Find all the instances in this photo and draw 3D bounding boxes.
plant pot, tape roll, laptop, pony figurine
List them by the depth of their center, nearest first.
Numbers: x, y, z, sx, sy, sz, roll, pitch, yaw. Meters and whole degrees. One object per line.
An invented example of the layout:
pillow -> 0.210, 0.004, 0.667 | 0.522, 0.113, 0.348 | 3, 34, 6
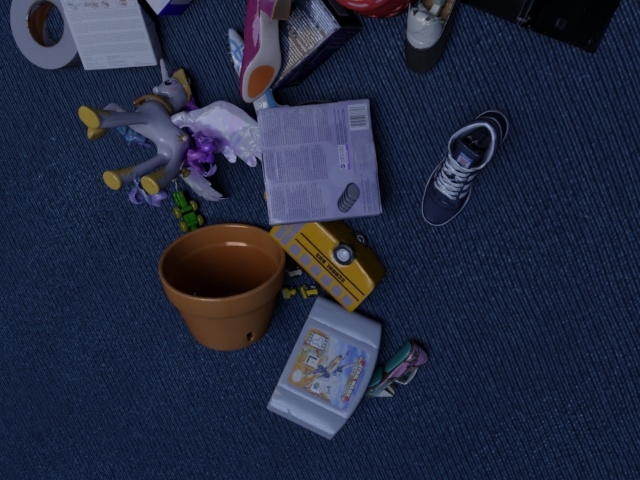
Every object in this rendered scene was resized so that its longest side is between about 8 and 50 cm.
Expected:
laptop -> 0.442, -0.524, 1.353 | 0.264, 0.136, 0.234 | 16, 113, -11
plant pot -> 0.108, -0.541, 1.393 | 0.191, 0.174, 0.191 | 5, 106, 18
pony figurine -> -0.324, -0.223, 1.576 | 0.351, 0.363, 0.303 | 49, 130, -8
plant pot -> -0.223, 0.122, 1.669 | 0.290, 0.291, 0.203 | 12, 127, 18
tape roll -> -0.659, -0.538, 1.749 | 0.219, 0.072, 0.219 | 6, 106, 20

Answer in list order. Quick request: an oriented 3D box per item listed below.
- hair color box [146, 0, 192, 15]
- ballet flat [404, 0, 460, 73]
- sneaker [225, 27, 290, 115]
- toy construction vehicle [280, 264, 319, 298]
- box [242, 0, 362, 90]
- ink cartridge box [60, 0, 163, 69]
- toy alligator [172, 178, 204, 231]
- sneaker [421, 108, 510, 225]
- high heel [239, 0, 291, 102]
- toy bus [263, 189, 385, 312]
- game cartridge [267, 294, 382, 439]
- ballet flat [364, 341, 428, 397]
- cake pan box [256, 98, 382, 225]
hair color box -> -0.386, -0.697, 1.577 | 0.185, 0.110, 0.339 | -37, 92, 27
ballet flat -> 0.225, -0.471, 1.405 | 0.095, 0.096, 0.280 | 33, 116, 25
sneaker -> -0.145, -0.377, 1.598 | 0.086, 0.085, 0.237 | -27, 91, 0
toy construction vehicle -> -0.055, 0.101, 1.723 | 0.098, 0.035, 0.086 | -14, 111, 27
box -> -0.038, -0.426, 1.493 | 0.207, 0.153, 0.108 | -37, 90, 27
ink cartridge box -> -0.488, -0.513, 1.630 | 0.189, 0.066, 0.232 | -1, 127, 9
toy alligator -> -0.345, -0.084, 1.772 | 0.051, 0.056, 0.190 | -9, 105, 65
sneaker -> 0.282, -0.140, 1.450 | 0.099, 0.153, 0.282 | 34, 115, 10
high heel -> -0.133, -0.407, 1.425 | 0.117, 0.082, 0.244 | 51, 138, 37
toy bus -> 0.000, 0.000, 1.628 | 0.332, 0.108, 0.130 | 43, 117, 4
game cartridge -> 0.023, 0.301, 1.659 | 0.198, 0.062, 0.297 | 22, 82, 15
ballet flat -> 0.169, 0.325, 1.682 | 0.079, 0.077, 0.221 | 41, 117, -16
cake pan box -> -0.004, -0.172, 1.522 | 0.245, 0.070, 0.267 | -7, 90, -5
